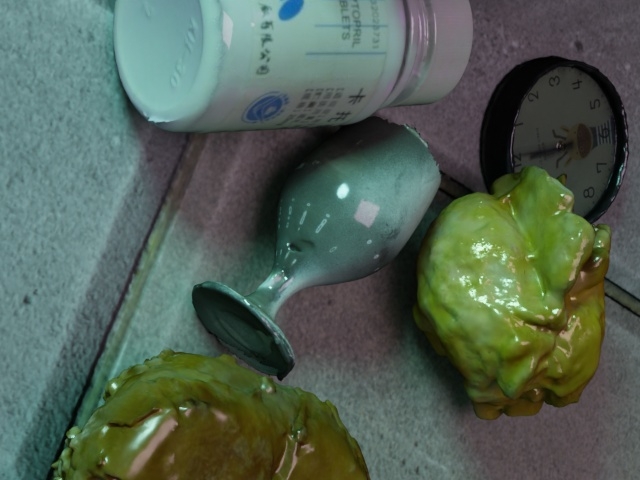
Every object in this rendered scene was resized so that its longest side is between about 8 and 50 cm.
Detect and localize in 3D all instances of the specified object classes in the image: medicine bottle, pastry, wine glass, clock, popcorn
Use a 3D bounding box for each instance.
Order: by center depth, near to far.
[{"bbox_3d":[-0.102,0.223,1.650,0.311,0.162,0.255,31,76,-38],"label":"pastry"},{"bbox_3d":[-0.020,-0.181,1.679,0.293,0.170,0.170,-6,97,-39],"label":"medicine bottle"},{"bbox_3d":[0.000,0.000,1.739,0.241,0.126,0.126,-48,120,-25],"label":"wine glass"},{"bbox_3d":[0.182,0.054,1.856,0.190,0.191,0.253,8,92,2],"label":"popcorn"},{"bbox_3d":[0.242,-0.096,1.975,0.185,0.040,0.184,-4,96,-39],"label":"clock"}]
